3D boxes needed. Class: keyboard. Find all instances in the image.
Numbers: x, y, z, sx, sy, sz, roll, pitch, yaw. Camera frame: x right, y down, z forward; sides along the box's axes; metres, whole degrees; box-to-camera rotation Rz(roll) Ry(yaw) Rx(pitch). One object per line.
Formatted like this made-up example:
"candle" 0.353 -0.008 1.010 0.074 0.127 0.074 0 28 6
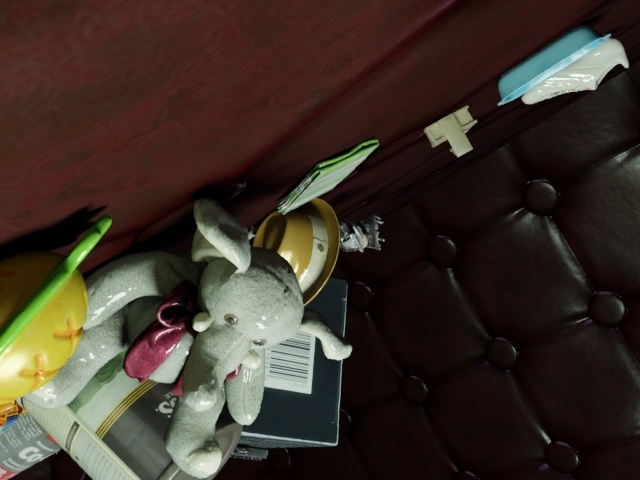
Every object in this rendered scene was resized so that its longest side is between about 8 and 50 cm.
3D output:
"keyboard" -0.180 0.390 1.388 0.180 0.023 0.108 20 156 -40

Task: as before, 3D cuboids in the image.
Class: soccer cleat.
"soccer cleat" 0.464 -0.297 1.374 0.196 0.076 0.068 -31 176 26

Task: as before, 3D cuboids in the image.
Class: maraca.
"maraca" -0.233 0.053 0.602 0.186 0.099 0.127 -55 -162 -24

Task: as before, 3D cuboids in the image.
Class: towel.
"towel" 0.007 -0.093 1.066 0.113 0.023 0.152 -30 175 -31

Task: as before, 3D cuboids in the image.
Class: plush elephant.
"plush elephant" -0.121 0.098 0.840 0.255 0.272 0.330 -11 -136 58

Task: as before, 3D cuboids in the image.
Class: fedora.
"fedora" -0.053 0.015 1.176 0.079 0.195 0.194 23 139 -36

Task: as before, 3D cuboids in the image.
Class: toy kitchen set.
"toy kitchen set" 0.220 -0.170 1.262 0.083 0.068 0.075 -29 176 -10

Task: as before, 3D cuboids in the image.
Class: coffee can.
"coffee can" -0.283 0.260 1.115 0.201 0.275 0.202 -46 162 -20

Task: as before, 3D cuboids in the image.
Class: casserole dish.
"casserole dish" 0.343 -0.269 1.134 0.188 0.037 0.114 -32 175 25

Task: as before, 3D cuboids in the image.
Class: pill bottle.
"pill bottle" -0.553 0.344 1.496 0.283 0.161 0.161 -30 176 5

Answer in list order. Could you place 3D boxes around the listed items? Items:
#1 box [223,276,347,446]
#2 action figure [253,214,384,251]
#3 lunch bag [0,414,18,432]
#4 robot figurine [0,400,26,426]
"box" -0.145 0.232 1.410 0.211 0.294 0.395 15 159 -28
"action figure" 0.000 0.000 1.454 0.284 0.099 0.185 -19 -174 -23
"lunch bag" -0.656 0.345 1.298 0.218 0.090 0.176 -31 173 8
"robot figurine" -0.449 0.226 1.303 0.211 0.085 0.291 -31 176 33
